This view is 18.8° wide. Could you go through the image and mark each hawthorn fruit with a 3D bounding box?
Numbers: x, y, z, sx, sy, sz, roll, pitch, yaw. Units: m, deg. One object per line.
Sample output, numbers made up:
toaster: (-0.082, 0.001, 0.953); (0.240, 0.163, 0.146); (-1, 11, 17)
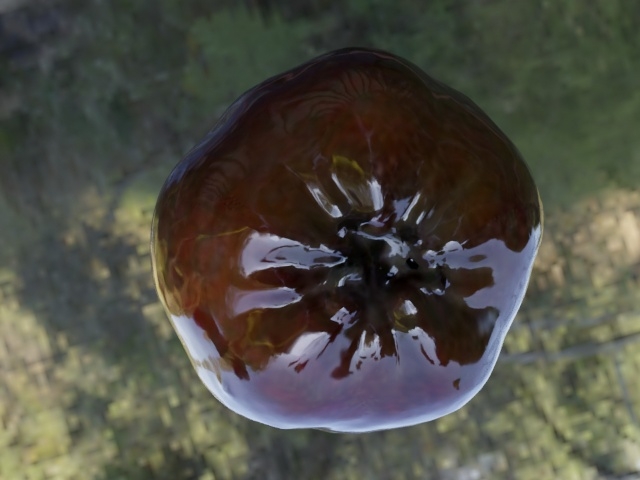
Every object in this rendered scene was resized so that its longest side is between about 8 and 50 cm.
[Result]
hawthorn fruit: (0.000, 0.000, 1.045); (0.208, 0.208, 0.248); (-16, -169, -17)
